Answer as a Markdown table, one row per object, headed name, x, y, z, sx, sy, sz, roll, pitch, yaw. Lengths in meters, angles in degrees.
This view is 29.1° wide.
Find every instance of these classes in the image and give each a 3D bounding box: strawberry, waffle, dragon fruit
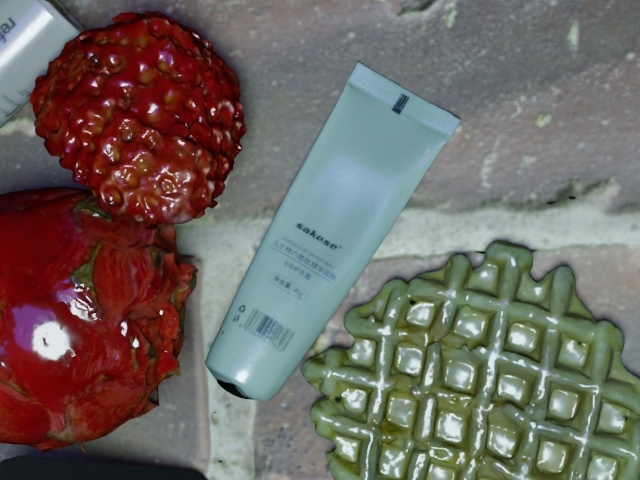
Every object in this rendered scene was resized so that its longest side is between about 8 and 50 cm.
| name | x | y | z | sx | sy | sz | roll | pitch | yaw |
| --- | --- | --- | --- | --- | --- | --- | --- | --- | --- |
| strawberry | -0.145 | -0.121 | 1.044 | 0.190 | 0.236 | 0.111 | -4 | 129 | -18 |
| waffle | 0.145 | 0.165 | 1.089 | 0.291 | 0.056 | 0.309 | -29 | 84 | 7 |
| dragon fruit | -0.228 | 0.064 | 1.056 | 0.252 | 0.241 | 0.241 | 27 | 93 | 27 |

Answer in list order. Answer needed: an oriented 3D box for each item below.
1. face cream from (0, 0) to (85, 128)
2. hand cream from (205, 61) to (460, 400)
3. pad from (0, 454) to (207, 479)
| name | x | y | z | sx | sy | sz | roll | pitch | yaw |
| --- | --- | --- | --- | --- | --- | --- | --- | --- | --- |
| face cream | -0.354 | -0.111 | 1.144 | 0.311 | 0.092 | 0.092 | -43 | 84 | 6 |
| hand cream | 0.000 | 0.000 | 1.116 | 0.109 | 0.067 | 0.321 | 30 | 88 | 8 |
| pad | -0.253 | 0.372 | 1.058 | 0.063 | 0.314 | 0.376 | -1 | 77 | 51 |
